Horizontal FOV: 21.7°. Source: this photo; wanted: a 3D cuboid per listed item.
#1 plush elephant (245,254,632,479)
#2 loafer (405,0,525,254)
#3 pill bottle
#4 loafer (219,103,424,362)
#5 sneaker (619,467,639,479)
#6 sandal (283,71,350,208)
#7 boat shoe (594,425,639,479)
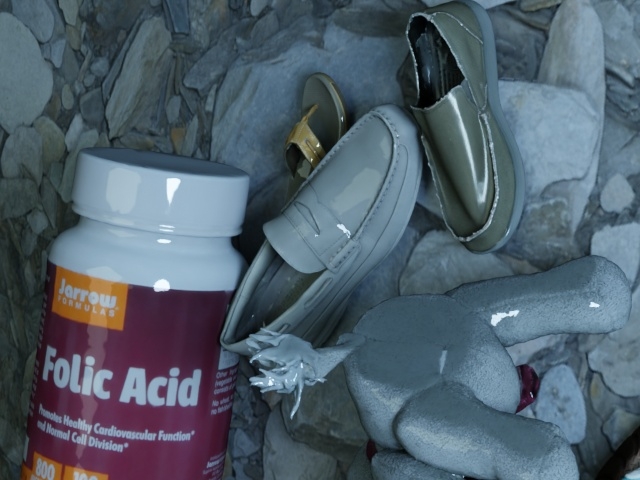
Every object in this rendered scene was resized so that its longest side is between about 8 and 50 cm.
[{"bbox_3d":[0.110,0.187,1.490,0.329,0.255,0.272,0,44,16],"label":"plush elephant"},{"bbox_3d":[0.123,-0.108,1.579,0.094,0.087,0.251,-23,72,45],"label":"loafer"},{"bbox_3d":[-0.195,0.106,1.818,0.224,0.224,0.392,17,102,46],"label":"pill bottle"},{"bbox_3d":[0.000,0.000,1.692,0.112,0.111,0.319,49,123,36],"label":"loafer"},{"bbox_3d":[0.282,0.315,1.349,0.107,0.110,0.275,180,79,-75],"label":"sneaker"},{"bbox_3d":[-0.014,-0.086,1.757,0.072,0.049,0.180,25,107,45],"label":"sandal"},{"bbox_3d":[0.260,0.260,1.438,0.095,0.095,0.257,35,112,3],"label":"boat shoe"}]
